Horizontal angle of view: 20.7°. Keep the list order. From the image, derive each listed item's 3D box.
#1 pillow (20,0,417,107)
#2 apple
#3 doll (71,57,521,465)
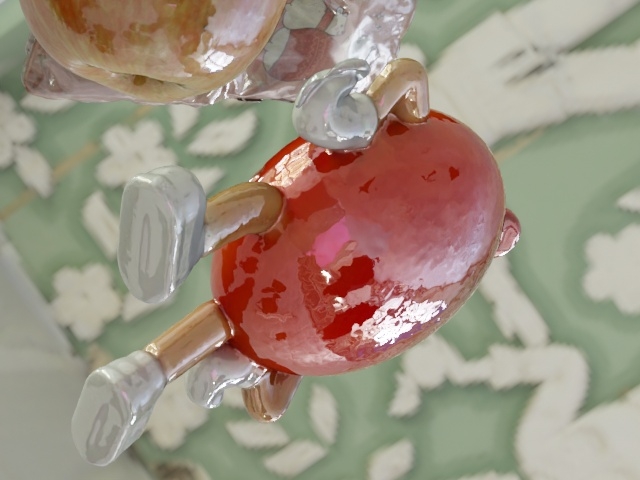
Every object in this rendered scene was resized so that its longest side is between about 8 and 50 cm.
[{"bbox_3d":[-0.059,-0.143,1.106,0.248,0.135,0.049,-1,-134,-27],"label":"pillow"},{"bbox_3d":[-0.084,-0.139,0.888,0.146,0.146,0.130,18,-107,-79],"label":"apple"},{"bbox_3d":[0.000,0.000,0.717,0.085,0.217,0.183,47,138,30],"label":"doll"}]
